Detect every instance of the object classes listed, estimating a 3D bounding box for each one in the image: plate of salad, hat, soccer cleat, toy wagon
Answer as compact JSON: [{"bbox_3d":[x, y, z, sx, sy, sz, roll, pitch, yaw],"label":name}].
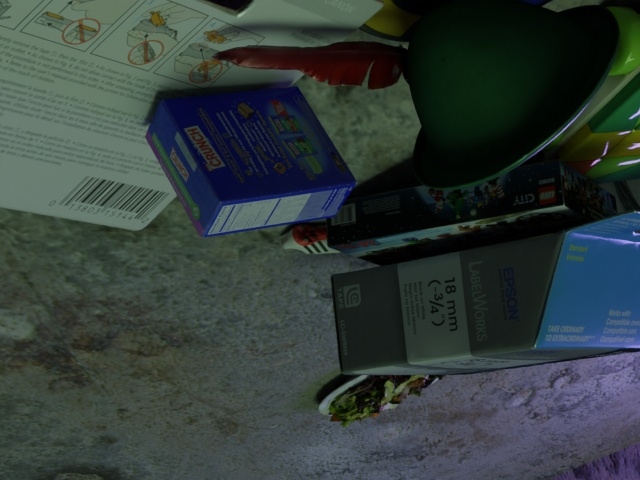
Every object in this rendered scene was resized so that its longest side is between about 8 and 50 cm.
[{"bbox_3d":[0.094,0.207,1.861,0.200,0.048,0.200,-17,158,-7],"label":"plate of salad"},{"bbox_3d":[0.076,-0.150,0.906,0.173,0.208,0.183,-29,116,32],"label":"hat"},{"bbox_3d":[0.000,0.000,1.316,0.083,0.029,0.036,3,157,-40],"label":"soccer cleat"},{"bbox_3d":[0.303,-0.122,1.241,0.267,0.068,0.344,-7,154,-31],"label":"toy wagon"}]

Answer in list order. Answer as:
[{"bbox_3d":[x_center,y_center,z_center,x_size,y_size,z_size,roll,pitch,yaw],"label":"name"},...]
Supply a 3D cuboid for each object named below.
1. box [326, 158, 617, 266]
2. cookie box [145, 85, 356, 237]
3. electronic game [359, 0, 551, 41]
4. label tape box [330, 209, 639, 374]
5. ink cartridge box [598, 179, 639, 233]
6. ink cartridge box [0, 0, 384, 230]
[{"bbox_3d":[0.144,-0.018,1.280,0.233,0.044,0.159,-10,164,28],"label":"box"},{"bbox_3d":[-0.046,-0.053,0.888,0.107,0.092,0.040,-9,146,-35],"label":"cookie box"},{"bbox_3d":[0.116,-0.204,0.905,0.229,0.048,0.229,-18,158,-7],"label":"electronic game"},{"bbox_3d":[0.214,0.061,1.306,0.334,0.105,0.241,-13,168,40],"label":"label tape box"},{"bbox_3d":[0.357,0.007,1.482,0.208,0.153,0.087,-17,158,-11],"label":"ink cartridge box"},{"bbox_3d":[-0.143,-0.120,0.847,0.261,0.066,0.296,-40,153,25],"label":"ink cartridge box"}]
